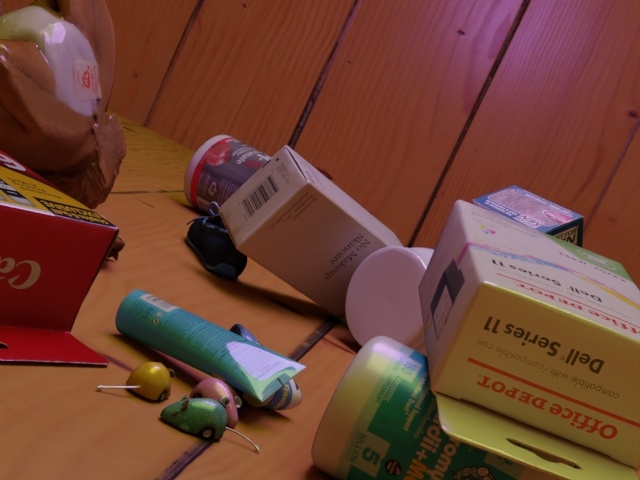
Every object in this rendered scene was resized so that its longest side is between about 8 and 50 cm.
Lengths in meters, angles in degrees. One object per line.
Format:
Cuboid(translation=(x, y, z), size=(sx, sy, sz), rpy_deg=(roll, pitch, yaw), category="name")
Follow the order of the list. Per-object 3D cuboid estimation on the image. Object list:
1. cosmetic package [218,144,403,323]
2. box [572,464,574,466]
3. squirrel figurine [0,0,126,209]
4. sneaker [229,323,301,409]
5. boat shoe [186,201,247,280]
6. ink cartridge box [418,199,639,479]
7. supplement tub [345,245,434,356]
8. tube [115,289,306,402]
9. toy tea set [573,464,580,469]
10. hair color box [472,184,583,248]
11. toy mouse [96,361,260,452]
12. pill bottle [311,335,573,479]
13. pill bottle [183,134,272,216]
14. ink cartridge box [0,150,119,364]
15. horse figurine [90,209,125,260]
Cuboid(translation=(0.000, 0.000, 1.725), size=(0.309, 0.160, 0.113), rpy_deg=(36, 16, -41), category="cosmetic package")
Cuboid(translation=(0.326, 0.251, 1.558), size=(0.203, 0.103, 0.114), rpy_deg=(28, 7, 22), category="box")
Cuboid(translation=(-0.483, -0.190, 1.505), size=(0.370, 0.281, 0.397), rpy_deg=(-1, -43, 18), category="squirrel figurine")
Cuboid(translation=(-0.069, 0.144, 1.180), size=(0.059, 0.053, 0.144), rpy_deg=(20, 17, -34), category="sneaker")
Cuboid(translation=(-0.160, -0.004, 1.824), size=(0.109, 0.089, 0.258), rpy_deg=(22, 8, -26), category="boat shoe")
Cuboid(translation=(0.213, 0.090, 1.006), size=(0.207, 0.119, 0.353), rpy_deg=(21, 17, -4), category="ink cartridge box")
Cuboid(translation=(0.188, 0.118, 1.704), size=(0.272, 0.191, 0.191), rpy_deg=(19, 9, -46), category="supplement tub")
Cuboid(translation=(-0.123, 0.111, 1.125), size=(0.207, 0.052, 0.080), rpy_deg=(21, 36, 26), category="tube")
Cuboid(translation=(0.249, 0.236, 1.304), size=(0.336, 0.124, 0.200), rpy_deg=(20, 9, -38), category="toy tea set")
Cuboid(translation=(0.356, 0.098, 1.839), size=(0.105, 0.347, 0.174), rpy_deg=(-20, 31, -27), category="hair color box")
Cuboid(translation=(-0.112, 0.155, 1.014), size=(0.143, 0.031, 0.161), rpy_deg=(27, 7, 18), category="toy mouse")
Cuboid(translation=(0.135, 0.209, 1.004), size=(0.264, 0.146, 0.146), rpy_deg=(26, 7, 12), category="pill bottle")
Cuboid(translation=(-0.120, -0.087, 2.242), size=(0.318, 0.176, 0.176), rpy_deg=(28, 7, 27), category="pill bottle")
Cuboid(translation=(-0.351, -0.006, 0.976), size=(0.272, 0.130, 0.309), rpy_deg=(30, 8, 29), category="ink cartridge box")
Cuboid(translation=(-0.355, -0.023, 1.376), size=(0.263, 0.066, 0.174), rpy_deg=(17, 3, -36), category="horse figurine")
